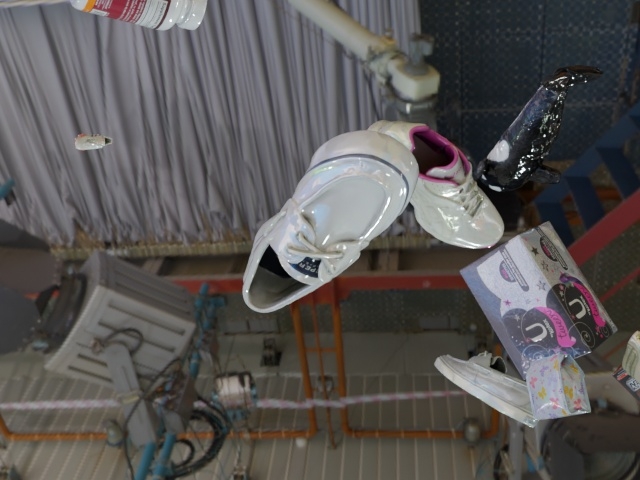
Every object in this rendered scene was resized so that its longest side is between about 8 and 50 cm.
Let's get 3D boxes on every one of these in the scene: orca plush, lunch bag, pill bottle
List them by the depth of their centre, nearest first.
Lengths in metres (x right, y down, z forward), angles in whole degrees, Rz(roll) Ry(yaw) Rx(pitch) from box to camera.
[{"bbox_3d":[-0.221,-0.309,0.858,0.152,0.086,0.086,5,-157,-33],"label":"pill bottle"},{"bbox_3d":[0.327,0.201,0.966,0.053,0.071,0.083,2,-111,-28],"label":"lunch bag"},{"bbox_3d":[0.320,-0.135,1.001,0.102,0.287,0.151,45,-124,11],"label":"orca plush"}]

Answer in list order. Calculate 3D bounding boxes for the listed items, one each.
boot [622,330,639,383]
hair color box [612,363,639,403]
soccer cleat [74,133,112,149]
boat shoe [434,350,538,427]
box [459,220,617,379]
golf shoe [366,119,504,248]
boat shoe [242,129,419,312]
[{"bbox_3d":[0.583,0.189,1.123,0.077,0.213,0.165,-1,-141,-22],"label":"boot"},{"bbox_3d":[0.642,0.287,1.340,0.043,0.072,0.141,-31,-110,-36],"label":"hair color box"},{"bbox_3d":[-0.407,-0.177,1.253,0.035,0.029,0.083,7,-166,17],"label":"soccer cleat"},{"bbox_3d":[0.293,0.237,1.204,0.227,0.079,0.081,26,-95,53],"label":"boat shoe"},{"bbox_3d":[0.418,0.114,1.348,0.142,0.163,0.247,-19,-105,-46],"label":"box"},{"bbox_3d":[0.204,-0.084,1.136,0.115,0.306,0.140,-61,-158,-15],"label":"golf shoe"},{"bbox_3d":[0.000,0.000,0.624,0.095,0.258,0.084,27,-123,-10],"label":"boat shoe"}]
